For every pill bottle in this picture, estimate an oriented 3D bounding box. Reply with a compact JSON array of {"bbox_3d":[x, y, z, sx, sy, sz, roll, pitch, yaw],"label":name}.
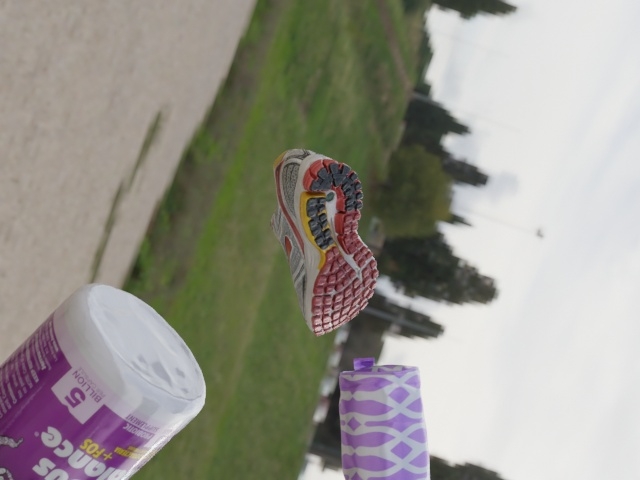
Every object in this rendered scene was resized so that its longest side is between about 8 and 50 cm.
[{"bbox_3d":[-0.268,0.197,1.388,0.301,0.169,0.169,-44,-169,15],"label":"pill bottle"}]

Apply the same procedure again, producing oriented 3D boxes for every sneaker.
[{"bbox_3d":[0.000,0.000,1.490,0.093,0.088,0.225,35,-40,44],"label":"sneaker"}]

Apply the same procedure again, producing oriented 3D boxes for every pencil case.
[{"bbox_3d":[0.061,0.217,1.365,0.088,0.086,0.206,171,-81,-81],"label":"pencil case"}]
